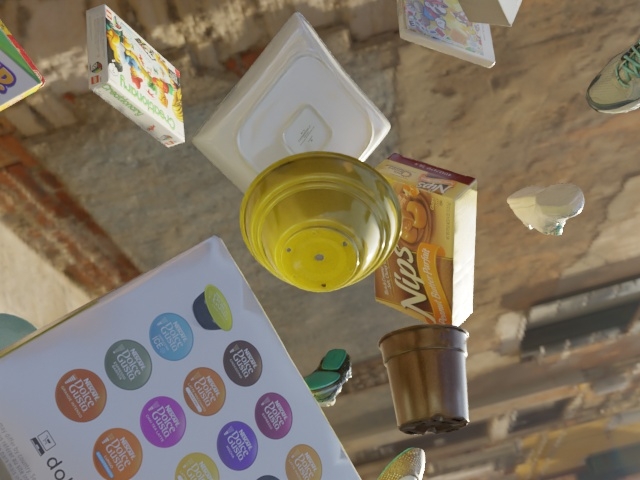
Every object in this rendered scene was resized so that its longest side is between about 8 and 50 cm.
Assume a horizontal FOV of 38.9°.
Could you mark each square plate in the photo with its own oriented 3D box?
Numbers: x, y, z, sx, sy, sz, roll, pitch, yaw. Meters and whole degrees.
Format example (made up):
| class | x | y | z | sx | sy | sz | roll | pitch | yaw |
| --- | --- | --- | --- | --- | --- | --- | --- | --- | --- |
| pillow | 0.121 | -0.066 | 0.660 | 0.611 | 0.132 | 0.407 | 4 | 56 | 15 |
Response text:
| class | x | y | z | sx | sy | sz | roll | pitch | yaw |
| --- | --- | --- | --- | --- | --- | --- | --- | --- | --- |
| square plate | -0.036 | -0.216 | 1.822 | 0.344 | 0.347 | 0.049 | 46 | -17 | -32 |

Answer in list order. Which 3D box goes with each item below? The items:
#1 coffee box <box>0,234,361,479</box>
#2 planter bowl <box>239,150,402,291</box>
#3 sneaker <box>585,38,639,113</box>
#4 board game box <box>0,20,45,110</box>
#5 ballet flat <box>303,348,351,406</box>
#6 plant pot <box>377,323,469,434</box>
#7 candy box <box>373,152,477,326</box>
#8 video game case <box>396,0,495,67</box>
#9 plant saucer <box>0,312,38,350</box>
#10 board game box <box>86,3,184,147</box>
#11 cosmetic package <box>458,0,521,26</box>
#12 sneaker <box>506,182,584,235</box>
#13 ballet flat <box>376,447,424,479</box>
| class | x | y | z | sx | sy | sz | roll | pitch | yaw |
| --- | --- | --- | --- | --- | --- | --- | --- | --- | --- |
| coffee box | -0.230 | 0.244 | 1.017 | 0.334 | 0.338 | 0.337 | -33 | 95 | -42 |
| planter bowl | 0.000 | 0.000 | 1.173 | 0.090 | 0.217 | 0.217 | -89 | 165 | -55 |
| sneaker | 0.587 | -0.335 | 1.605 | 0.122 | 0.283 | 0.110 | 17 | 44 | -55 |
| board game box | -0.498 | -0.214 | 1.229 | 0.124 | 0.039 | 0.259 | 55 | 46 | -11 |
| ballet flat | 0.013 | 0.241 | 1.512 | 0.188 | 0.070 | 0.070 | -34 | 110 | -65 |
| plant pot | 0.192 | 0.254 | 1.623 | 0.167 | 0.167 | 0.165 | 68 | 17 | -64 |
| candy box | 0.194 | 0.008 | 1.720 | 0.183 | 0.087 | 0.316 | 23 | -45 | 33 |
| video game case | 0.263 | -0.482 | 1.928 | 0.026 | 0.227 | 0.206 | -46 | -141 | 51 |
| plant saucer | -0.591 | 0.218 | 1.644 | 0.037 | 0.195 | 0.194 | 33 | -37 | 65 |
| board game box | -0.400 | -0.351 | 1.980 | 0.305 | 0.053 | 0.192 | 38 | 40 | -61 |
| cosmetic package | 0.310 | -0.525 | 1.724 | 0.238 | 0.107 | 0.127 | 36 | 74 | -54 |
| sneaker | 0.426 | -0.049 | 1.659 | 0.094 | 0.080 | 0.212 | 63 | -11 | -11 |
| ballet flat | 0.094 | 0.394 | 1.327 | 0.067 | 0.206 | 0.073 | 30 | -19 | 53 |
